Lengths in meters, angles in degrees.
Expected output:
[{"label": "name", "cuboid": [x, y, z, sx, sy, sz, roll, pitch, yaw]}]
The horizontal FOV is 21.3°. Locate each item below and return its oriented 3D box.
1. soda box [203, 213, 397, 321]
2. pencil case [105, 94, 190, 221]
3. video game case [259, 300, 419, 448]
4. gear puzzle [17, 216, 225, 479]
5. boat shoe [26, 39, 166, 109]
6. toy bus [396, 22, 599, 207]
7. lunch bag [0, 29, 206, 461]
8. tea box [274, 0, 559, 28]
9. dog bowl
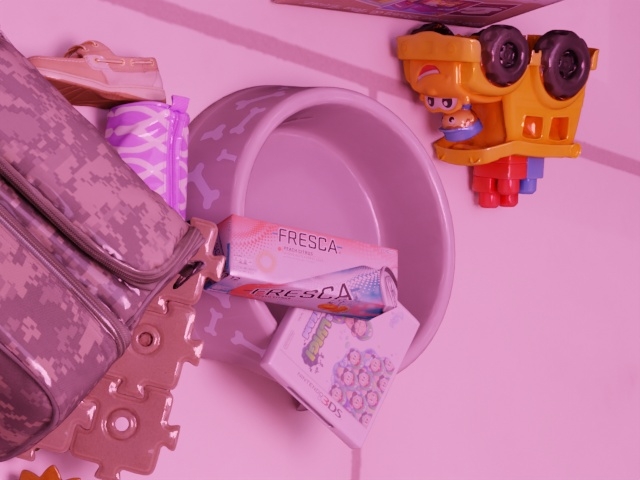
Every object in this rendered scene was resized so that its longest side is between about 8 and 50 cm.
[{"label": "soda box", "cuboid": [-0.018, 0.027, 1.612, 0.183, 0.058, 0.063, 11, 68, -26]}, {"label": "pencil case", "cuboid": [-0.164, -0.031, 1.626, 0.086, 0.088, 0.206, 6, 78, -41]}, {"label": "video game case", "cuboid": [0.022, 0.101, 1.677, 0.143, 0.019, 0.157, 45, 56, -27]}, {"label": "gear puzzle", "cuboid": [-0.204, 0.127, 1.544, 0.175, 0.044, 0.339, 15, 84, -1]}, {"label": "boat shoe", "cuboid": [-0.220, -0.162, 1.623, 0.170, 0.063, 0.059, 7, 75, -50]}, {"label": "toy bus", "cuboid": [0.195, -0.141, 1.944, 0.220, 0.149, 0.211, 1, 98, -39]}, {"label": "lunch bag", "cuboid": [-0.271, -0.011, 1.417, 0.305, 0.212, 0.256, 44, 54, -6]}, {"label": "tea box", "cuboid": [0.124, -0.420, 1.862, 0.329, 0.220, 0.324, -1, 83, -41]}, {"label": "dog bowl", "cuboid": [0.000, 0.000, 1.757, 0.348, 0.102, 0.349, 8, 78, -40]}]
